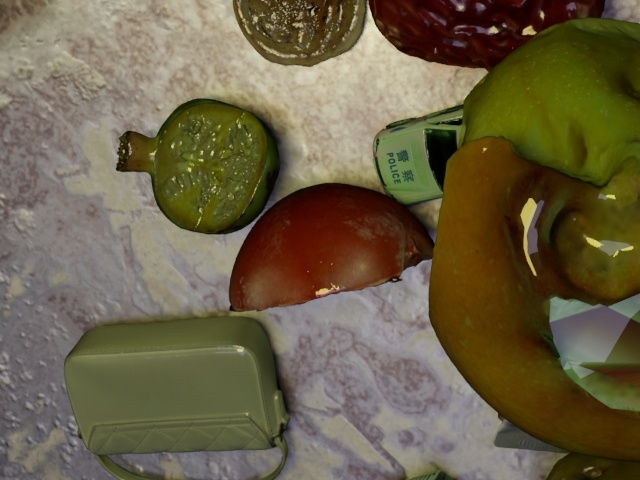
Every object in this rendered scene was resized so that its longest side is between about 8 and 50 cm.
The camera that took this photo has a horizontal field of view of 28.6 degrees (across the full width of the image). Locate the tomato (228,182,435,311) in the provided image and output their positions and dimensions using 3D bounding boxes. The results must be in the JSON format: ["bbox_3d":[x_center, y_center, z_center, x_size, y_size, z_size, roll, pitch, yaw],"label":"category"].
[{"bbox_3d":[0.000,0.000,1.292,0.228,0.199,0.112,-15,95,11],"label":"tomato"}]

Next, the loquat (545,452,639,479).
[{"bbox_3d":[0.344,0.310,1.303,0.246,0.213,0.213,10,108,-17],"label":"loquat"}]

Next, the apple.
[{"bbox_3d":[0.250,0.001,1.081,0.374,0.374,0.384,-21,94,16],"label":"apple"}]

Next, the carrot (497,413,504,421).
[{"bbox_3d":[0.235,0.136,1.356,0.048,0.048,0.139,19,104,7],"label":"carrot"}]

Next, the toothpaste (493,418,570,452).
[{"bbox_3d":[0.301,0.064,1.305,0.125,0.080,0.371,12,113,-36],"label":"toothpaste"}]

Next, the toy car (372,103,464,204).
[{"bbox_3d":[0.162,-0.096,1.294,0.224,0.076,0.090,-14,103,14],"label":"toy car"}]

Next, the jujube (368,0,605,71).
[{"bbox_3d":[0.163,-0.238,1.221,0.230,0.155,0.155,15,107,1],"label":"jujube"}]

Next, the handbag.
[{"bbox_3d":[-0.160,0.200,1.443,0.256,0.079,0.219,-4,114,13],"label":"handbag"}]

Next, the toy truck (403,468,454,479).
[{"bbox_3d":[0.114,0.355,1.421,0.115,0.080,0.178,-12,103,24],"label":"toy truck"}]

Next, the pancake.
[{"bbox_3d":[-0.022,-0.256,1.317,0.151,0.025,0.152,3,105,12],"label":"pancake"}]

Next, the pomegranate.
[{"bbox_3d":[-0.127,-0.080,1.331,0.169,0.122,0.143,8,99,2],"label":"pomegranate"}]
